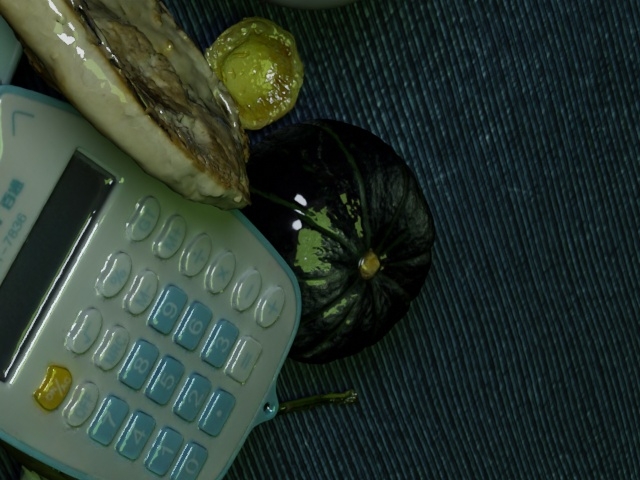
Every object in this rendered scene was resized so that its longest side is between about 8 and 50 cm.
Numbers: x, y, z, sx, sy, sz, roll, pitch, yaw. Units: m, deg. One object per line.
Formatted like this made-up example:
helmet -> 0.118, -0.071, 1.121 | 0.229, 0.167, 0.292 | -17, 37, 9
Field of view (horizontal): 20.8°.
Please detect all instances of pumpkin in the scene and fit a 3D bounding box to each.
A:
pumpkin -> 0.000, 0.000, 1.574 | 0.220, 0.162, 0.220 | -14, 115, -32

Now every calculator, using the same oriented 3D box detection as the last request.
calculator -> -0.164, 0.057, 1.367 | 0.386, 0.054, 0.256 | 36, 75, -37

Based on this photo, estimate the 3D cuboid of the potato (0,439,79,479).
potato -> -0.188, 0.154, 1.502 | 0.143, 0.169, 0.248 | -37, 129, 19

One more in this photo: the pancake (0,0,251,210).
pancake -> -0.176, -0.175, 1.297 | 0.082, 0.387, 0.387 | -36, 123, 8

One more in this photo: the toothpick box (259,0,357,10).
toothpick box -> -0.049, -0.284, 1.365 | 0.229, 0.316, 0.229 | -10, 110, -29

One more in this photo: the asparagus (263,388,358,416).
asparagus -> -0.017, 0.161, 1.697 | 0.127, 0.015, 0.018 | -8, 118, -29

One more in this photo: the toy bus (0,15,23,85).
toy bus -> -0.332, -0.081, 1.338 | 0.133, 0.165, 0.271 | 21, 92, -35

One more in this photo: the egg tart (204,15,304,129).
egg tart -> -0.065, -0.151, 1.561 | 0.105, 0.039, 0.105 | -10, 109, -30

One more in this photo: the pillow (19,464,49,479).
pillow -> -0.185, 0.297, 1.594 | 0.254, 0.078, 0.144 | 21, 94, -35
